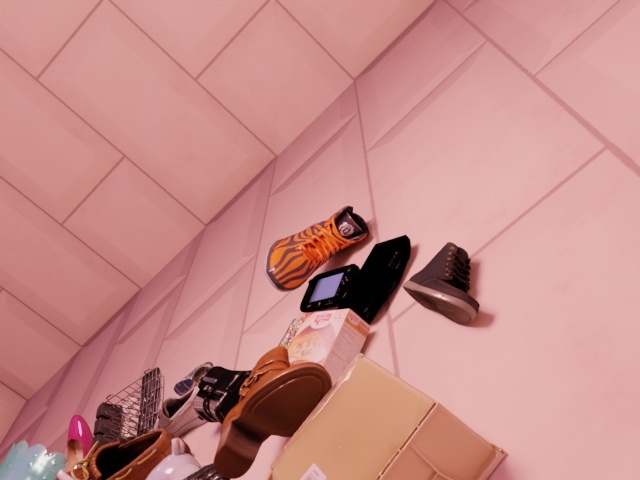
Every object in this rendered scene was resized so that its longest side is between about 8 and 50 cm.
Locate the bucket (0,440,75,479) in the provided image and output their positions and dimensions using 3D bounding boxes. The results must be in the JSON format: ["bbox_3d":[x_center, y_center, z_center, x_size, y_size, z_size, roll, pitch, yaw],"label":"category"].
[{"bbox_3d":[-0.751,0.682,1.888,0.281,0.281,0.183,-30,26,44],"label":"bucket"}]

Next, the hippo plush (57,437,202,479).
[{"bbox_3d":[-0.310,0.530,1.359,0.236,0.235,0.294,-23,19,-33],"label":"hippo plush"}]

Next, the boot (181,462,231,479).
[{"bbox_3d":[-0.209,0.541,1.112,0.260,0.348,0.131,-13,-30,-23],"label":"boot"}]

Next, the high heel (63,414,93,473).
[{"bbox_3d":[-0.634,0.565,1.799,0.082,0.117,0.244,-19,73,35],"label":"high heel"}]

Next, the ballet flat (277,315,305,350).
[{"bbox_3d":[-0.067,0.259,1.479,0.091,0.077,0.241,82,-149,-53],"label":"ballet flat"}]

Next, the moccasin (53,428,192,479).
[{"bbox_3d":[-0.482,0.524,1.638,0.379,0.147,0.139,-21,28,24],"label":"moccasin"}]

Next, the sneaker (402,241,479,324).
[{"bbox_3d":[0.222,0.062,1.205,0.118,0.083,0.222,-49,16,-5],"label":"sneaker"}]

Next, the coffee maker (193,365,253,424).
[{"bbox_3d":[-0.181,0.334,1.567,0.171,0.120,0.178,-28,9,-27],"label":"coffee maker"}]

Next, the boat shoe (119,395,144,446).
[{"bbox_3d":[-0.507,0.535,1.910,0.096,0.098,0.277,-33,32,37],"label":"boat shoe"}]

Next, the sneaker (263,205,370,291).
[{"bbox_3d":[0.000,0.000,1.708,0.180,0.125,0.321,-31,7,38],"label":"sneaker"}]

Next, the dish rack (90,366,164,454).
[{"bbox_3d":[-0.474,0.450,1.794,0.271,0.074,0.208,-36,39,23],"label":"dish rack"}]

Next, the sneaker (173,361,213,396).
[{"bbox_3d":[-0.339,0.375,1.938,0.135,0.052,0.058,-35,11,16],"label":"sneaker"}]

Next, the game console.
[{"bbox_3d":[0.054,0.108,1.572,0.361,0.044,0.213,-21,31,56],"label":"game console"}]

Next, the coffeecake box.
[{"bbox_3d":[-0.003,0.228,1.372,0.142,0.068,0.186,-14,41,52],"label":"coffeecake box"}]

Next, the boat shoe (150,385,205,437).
[{"bbox_3d":[-0.359,0.433,1.777,0.267,0.088,0.096,-33,23,40],"label":"boat shoe"}]

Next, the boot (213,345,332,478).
[{"bbox_3d":[-0.068,0.252,1.215,0.283,0.109,0.220,-55,7,27],"label":"boot"}]

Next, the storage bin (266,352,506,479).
[{"bbox_3d":[0.067,0.314,0.973,0.260,0.123,0.262,-51,18,-8],"label":"storage bin"}]
